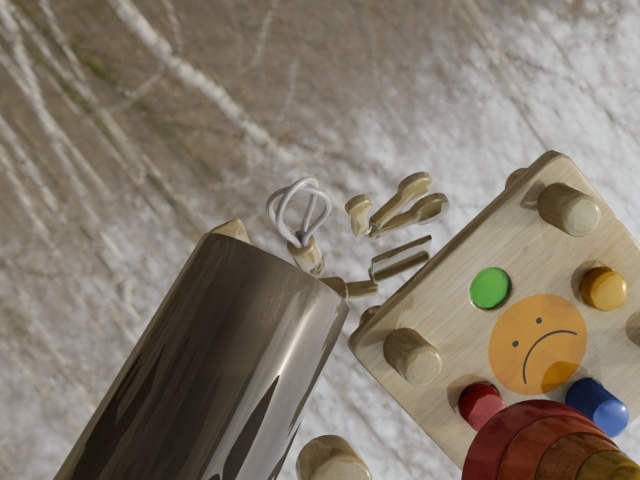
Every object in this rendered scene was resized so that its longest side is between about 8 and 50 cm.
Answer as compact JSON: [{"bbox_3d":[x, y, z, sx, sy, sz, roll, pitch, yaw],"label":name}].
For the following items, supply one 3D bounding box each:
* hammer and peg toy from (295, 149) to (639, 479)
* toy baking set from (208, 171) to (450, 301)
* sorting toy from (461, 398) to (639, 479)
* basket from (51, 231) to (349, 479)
[{"bbox_3d":[0.154,0.131,1.219,0.361,0.266,0.127,-44,-158,-2],"label":"hammer and peg toy"},{"bbox_3d":[-0.001,0.004,1.184,0.256,0.030,0.197,-9,147,-30],"label":"toy baking set"},{"bbox_3d":[0.061,0.196,0.811,0.365,0.127,0.126,-21,177,-23],"label":"sorting toy"},{"bbox_3d":[-0.084,0.122,1.031,0.227,0.154,0.204,-63,-171,-12],"label":"basket"}]
